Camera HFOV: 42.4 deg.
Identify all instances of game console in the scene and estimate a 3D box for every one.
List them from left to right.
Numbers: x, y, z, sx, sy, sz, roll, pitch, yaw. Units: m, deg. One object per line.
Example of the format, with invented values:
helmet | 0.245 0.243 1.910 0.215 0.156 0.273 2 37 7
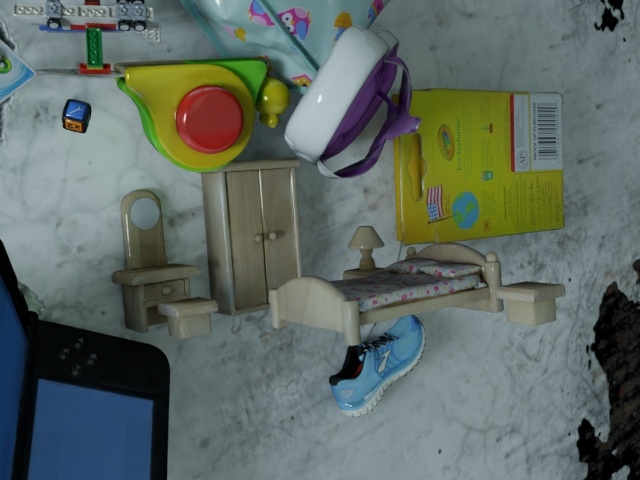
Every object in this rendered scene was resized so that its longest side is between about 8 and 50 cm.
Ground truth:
game console | -0.211 0.182 0.713 0.250 0.173 0.293 19 53 -34

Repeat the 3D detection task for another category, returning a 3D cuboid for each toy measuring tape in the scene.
toy measuring tape | -0.185 -0.122 0.834 0.329 0.121 0.122 -8 97 -23

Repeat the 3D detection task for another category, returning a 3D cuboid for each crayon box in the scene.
crayon box | 0.205 -0.105 1.134 0.318 0.081 0.202 -5 95 -37

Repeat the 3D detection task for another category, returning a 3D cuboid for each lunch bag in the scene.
lunch bag | -0.052 -0.320 0.887 0.262 0.160 0.223 47 67 -35

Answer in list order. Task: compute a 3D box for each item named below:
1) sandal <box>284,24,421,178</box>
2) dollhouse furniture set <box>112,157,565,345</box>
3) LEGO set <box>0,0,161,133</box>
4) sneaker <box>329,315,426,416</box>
sandal | 0.048 -0.128 0.865 0.102 0.416 0.169 34 105 1
dollhouse furniture set | 0.000 0.000 0.818 0.303 0.355 0.174 -8 97 -35
LEGO set | -0.270 -0.203 0.756 0.244 0.060 0.182 41 65 5
sneaker | 0.073 0.149 1.062 0.162 0.063 0.073 -46 114 -26
